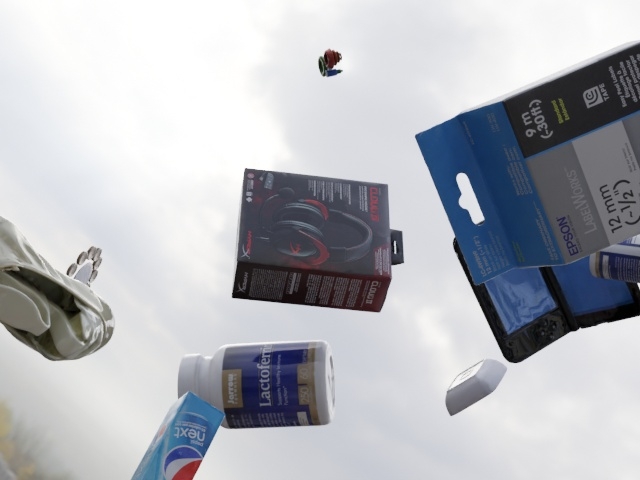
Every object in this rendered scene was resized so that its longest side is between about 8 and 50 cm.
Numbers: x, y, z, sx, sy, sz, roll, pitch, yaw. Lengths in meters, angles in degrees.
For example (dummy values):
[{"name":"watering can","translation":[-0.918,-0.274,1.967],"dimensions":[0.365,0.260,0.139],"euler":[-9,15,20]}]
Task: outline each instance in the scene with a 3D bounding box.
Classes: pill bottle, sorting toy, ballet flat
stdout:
[{"name":"pill bottle","translation":[0.582,0.032,1.792],"dimensions":[0.169,0.094,0.094],"euler":[9,-31,29]},{"name":"sorting toy","translation":[0.028,-0.421,2.358],"dimensions":[0.102,0.042,0.061],"euler":[150,-74,-74]},{"name":"pill bottle","translation":[-0.112,0.259,1.766],"dimensions":[0.265,0.153,0.153],"euler":[-4,-27,7]},{"name":"ballet flat","translation":[-0.252,0.065,0.893],"dimensions":[0.086,0.086,0.248],"euler":[32,-13,34]}]

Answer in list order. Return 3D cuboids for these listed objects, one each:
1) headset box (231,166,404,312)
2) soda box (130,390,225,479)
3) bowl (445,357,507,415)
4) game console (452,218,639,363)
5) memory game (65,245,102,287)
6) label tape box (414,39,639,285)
[{"name":"headset box","translation":[0.000,0.000,1.729],"dimensions":[0.293,0.218,0.110],"euler":[7,-39,-6]},{"name":"soda box","translation":[-0.215,0.321,1.385],"dimensions":[0.067,0.210,0.071],"euler":[35,-36,-12]},{"name":"bowl","translation":[0.344,0.322,2.237],"dimensions":[0.142,0.142,0.053],"euler":[-37,-91,32]},{"name":"game console","translation":[0.444,0.067,1.936],"dimensions":[0.293,0.250,0.173],"euler":[64,-17,-6]},{"name":"memory game","translation":[-0.575,0.093,2.354],"dimensions":[0.012,0.186,0.186],"euler":[28,-17,10]},{"name":"label tape box","translation":[0.343,-0.105,1.396],"dimensions":[0.115,0.348,0.249],"euler":[-128,-165,-82]}]
